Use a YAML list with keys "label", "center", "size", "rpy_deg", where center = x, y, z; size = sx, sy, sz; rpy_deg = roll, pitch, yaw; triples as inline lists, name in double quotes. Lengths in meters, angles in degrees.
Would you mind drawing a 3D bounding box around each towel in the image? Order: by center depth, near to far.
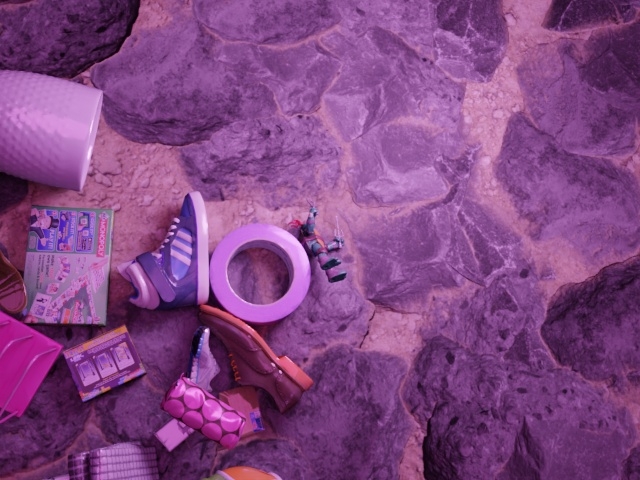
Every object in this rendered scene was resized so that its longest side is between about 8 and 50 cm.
- label: "towel"
  center: [-0.478, 0.597, 1.590]
  size: [0.121, 0.283, 0.234]
  rpy_deg: [-14, 74, 7]

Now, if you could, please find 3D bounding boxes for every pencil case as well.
- label: "pencil case"
  center: [-0.280, 0.416, 1.655]
  size: [0.209, 0.095, 0.098]
  rpy_deg: [35, 51, -7]

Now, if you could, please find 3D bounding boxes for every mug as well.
- label: "mug"
  center: [-0.758, -0.324, 1.778]
  size: [0.328, 0.276, 0.374]
  rpy_deg: [13, 36, -17]

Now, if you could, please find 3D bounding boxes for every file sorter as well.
- label: "file sorter"
  center: [-0.819, 0.279, 1.626]
  size: [0.291, 0.182, 0.202]
  rpy_deg: [30, 85, -3]

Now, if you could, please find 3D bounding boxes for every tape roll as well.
- label: "tape roll"
  center: [-0.169, 0.096, 1.875]
  size: [0.275, 0.090, 0.274]
  rpy_deg: [3, 76, -11]

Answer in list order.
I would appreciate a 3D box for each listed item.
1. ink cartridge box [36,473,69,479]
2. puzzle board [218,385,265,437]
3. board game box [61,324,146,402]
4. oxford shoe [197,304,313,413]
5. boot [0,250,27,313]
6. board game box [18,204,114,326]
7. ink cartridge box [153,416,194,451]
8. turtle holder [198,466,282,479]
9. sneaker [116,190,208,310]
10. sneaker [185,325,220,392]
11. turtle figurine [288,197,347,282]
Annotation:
- label: "ink cartridge box"
  center: [-0.646, 0.657, 1.623]
  size: [0.237, 0.100, 0.171]
  rpy_deg: [-8, 78, -13]
- label: "puzzle board"
  center: [-0.210, 0.455, 1.812]
  size: [0.097, 0.011, 0.128]
  rpy_deg: [-13, 79, -16]
- label: "board game box"
  center: [-0.557, 0.318, 1.759]
  size: [0.170, 0.048, 0.141]
  rpy_deg: [-23, 79, -16]
- label: "oxford shoe"
  center: [-0.196, 0.308, 1.790]
  size: [0.364, 0.130, 0.132]
  rpy_deg: [38, 76, 5]
- label: "boot"
  center: [-0.789, 0.108, 1.706]
  size: [0.077, 0.165, 0.213]
  rpy_deg: [-32, 77, -23]
- label: "board game box"
  center: [-0.667, 0.068, 1.804]
  size: [0.214, 0.046, 0.317]
  rpy_deg: [3, 75, -11]
- label: "ink cartridge box"
  center: [-0.344, 0.462, 1.731]
  size: [0.150, 0.109, 0.063]
  rpy_deg: [-38, 88, -18]
- label: "turtle holder"
  center: [-0.175, 0.701, 1.637]
  size: [0.228, 0.243, 0.320]
  rpy_deg: [-17, 70, -32]
- label: "sneaker"
  center: [-0.425, 0.026, 1.819]
  size: [0.237, 0.130, 0.322]
  rpy_deg: [-2, 81, -16]
- label: "sneaker"
  center: [-0.302, 0.315, 1.788]
  size: [0.083, 0.071, 0.190]
  rpy_deg: [6, 103, -22]
- label: "turtle figurine"
  center: [0.000, 0.000, 1.920]
  size: [0.118, 0.175, 0.234]
  rpy_deg: [-35, 53, 17]
